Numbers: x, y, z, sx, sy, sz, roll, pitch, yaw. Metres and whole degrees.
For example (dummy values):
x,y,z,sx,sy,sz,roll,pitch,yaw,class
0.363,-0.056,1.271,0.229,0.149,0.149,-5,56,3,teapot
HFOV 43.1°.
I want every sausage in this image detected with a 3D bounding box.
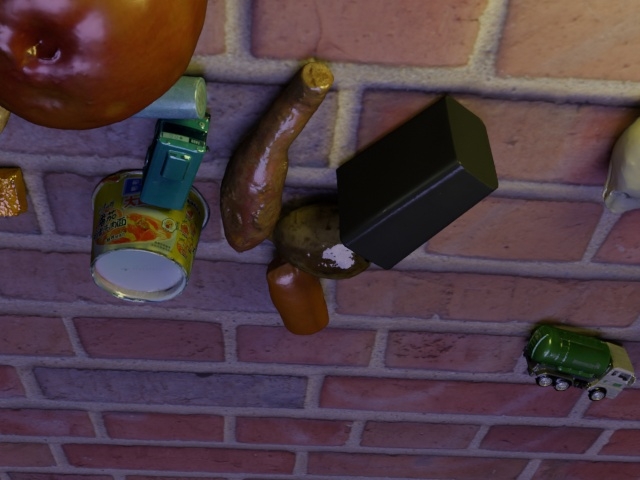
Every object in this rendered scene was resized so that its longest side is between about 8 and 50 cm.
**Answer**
x,y,z,sx,sy,sz,roll,pitch,yaw,class
-0.044,0.103,1.532,0.098,0.098,0.238,-6,144,8,sausage

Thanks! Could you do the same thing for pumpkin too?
x,y,z,sx,sy,sz,roll,pitch,yaw,class
-0.522,-0.079,1.325,0.074,0.054,0.083,-1,122,-4,pumpkin

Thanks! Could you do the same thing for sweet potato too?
x,y,z,sx,sy,sz,roll,pitch,yaw,class
-0.087,-0.117,1.238,0.109,0.109,0.385,11,135,-14,sweet potato

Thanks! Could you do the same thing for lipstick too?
x,y,z,sx,sy,sz,roll,pitch,yaw,class
-0.301,-0.207,1.143,0.274,0.068,0.061,4,130,7,lipstick

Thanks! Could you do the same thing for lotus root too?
x,y,z,sx,sy,sz,roll,pitch,yaw,class
0.000,0.000,1.374,0.214,0.138,0.138,6,144,11,lotus root

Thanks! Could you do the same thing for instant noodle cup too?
x,y,z,sx,sy,sz,roll,pitch,yaw,class
-0.295,0.003,1.351,0.205,0.153,0.205,1,143,1,instant noodle cup

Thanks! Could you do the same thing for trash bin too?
x,y,z,sx,sy,sz,roll,pitch,yaw,class
0.140,-0.089,1.218,0.115,0.165,0.225,28,133,-31,trash bin

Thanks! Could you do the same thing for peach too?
x,y,z,sx,sy,sz,roll,pitch,yaw,class
-0.279,-0.284,0.845,0.343,0.301,0.342,1,144,1,peach

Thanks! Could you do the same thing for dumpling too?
x,y,z,sx,sy,sz,roll,pitch,yaw,class
0.522,-0.121,1.195,0.162,0.132,0.250,11,142,-9,dumpling

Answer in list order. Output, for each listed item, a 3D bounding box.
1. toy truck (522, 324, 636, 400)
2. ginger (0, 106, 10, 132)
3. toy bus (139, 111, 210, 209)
x,y,z,sx,sy,sz,roll,pitch,yaw,class
0.545,0.253,1.721,0.243,0.101,0.125,17,128,-17,toy truck
-0.445,-0.232,1.102,0.081,0.115,0.205,14,122,-45,ginger
-0.222,-0.124,1.230,0.079,0.091,0.160,12,141,-18,toy bus
